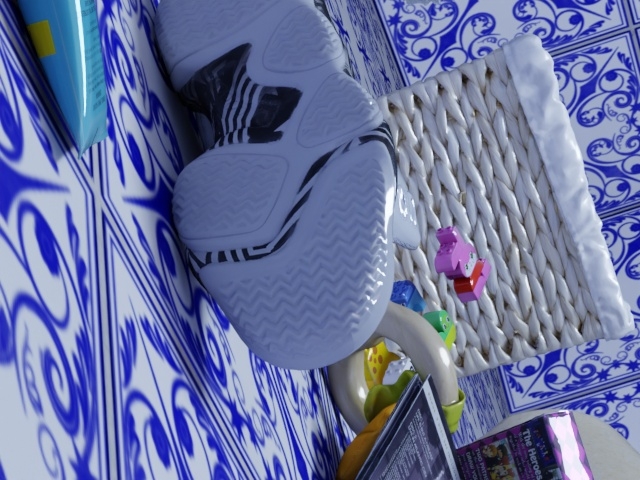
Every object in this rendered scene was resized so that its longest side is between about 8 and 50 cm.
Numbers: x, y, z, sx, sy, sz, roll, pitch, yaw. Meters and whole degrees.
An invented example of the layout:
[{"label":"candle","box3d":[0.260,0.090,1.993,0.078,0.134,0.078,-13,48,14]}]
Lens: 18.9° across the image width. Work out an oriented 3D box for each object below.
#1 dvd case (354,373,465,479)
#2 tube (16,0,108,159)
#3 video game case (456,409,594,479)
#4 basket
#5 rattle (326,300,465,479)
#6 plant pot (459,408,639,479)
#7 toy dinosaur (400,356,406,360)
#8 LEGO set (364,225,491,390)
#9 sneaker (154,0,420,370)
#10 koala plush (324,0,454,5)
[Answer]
[{"label":"dvd case","box3d":[0.064,0.218,1.360,0.221,0.018,0.164,-52,128,-57]},{"label":"tube","box3d":[-0.133,-0.144,0.917,0.080,0.052,0.207,-57,134,-75]},{"label":"video game case","box3d":[0.146,0.271,1.494,0.042,0.210,0.232,-5,73,-43]},{"label":"basket","box3d":[0.166,-0.031,2.093,0.328,0.266,0.331,-35,107,-83]},{"label":"rattle","box3d":[0.007,0.092,1.493,0.200,0.143,0.130,58,-29,11]},{"label":"plant pot","box3d":[0.241,0.320,1.750,0.305,0.334,0.334,-119,-174,-59]},{"label":"toy dinosaur","box3d":[0.058,0.129,1.776,0.082,0.047,0.090,49,26,-23]},{"label":"LEGO set","box3d":[0.067,0.071,1.722,0.093,0.087,0.227,58,38,-28]},{"label":"sneaker","box3d":[-0.003,-0.019,1.227,0.366,0.137,0.210,-106,171,-48]},{"label":"koala plush","box3d":[-0.006,-0.240,1.433,0.203,0.221,0.196,-60,131,-81]}]
